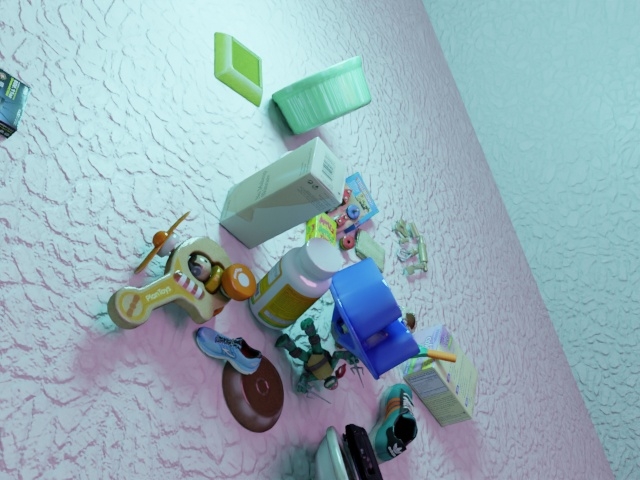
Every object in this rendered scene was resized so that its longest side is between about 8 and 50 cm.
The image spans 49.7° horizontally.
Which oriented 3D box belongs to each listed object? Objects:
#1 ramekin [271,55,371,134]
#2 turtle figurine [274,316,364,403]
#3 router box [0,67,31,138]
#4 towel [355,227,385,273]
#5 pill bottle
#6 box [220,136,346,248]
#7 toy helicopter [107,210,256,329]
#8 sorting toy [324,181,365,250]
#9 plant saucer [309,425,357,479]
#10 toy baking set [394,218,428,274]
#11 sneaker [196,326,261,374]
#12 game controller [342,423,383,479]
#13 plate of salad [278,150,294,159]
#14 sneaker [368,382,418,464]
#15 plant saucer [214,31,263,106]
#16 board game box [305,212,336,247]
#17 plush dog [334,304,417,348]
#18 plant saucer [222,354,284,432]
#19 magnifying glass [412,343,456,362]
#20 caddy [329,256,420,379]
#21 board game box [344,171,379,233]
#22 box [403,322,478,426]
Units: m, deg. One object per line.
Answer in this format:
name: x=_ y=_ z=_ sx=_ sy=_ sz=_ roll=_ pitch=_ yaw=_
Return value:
ramekin: x=0.013 y=-0.448 z=2.171 sx=0.303 sy=0.303 sz=0.148 roll=-39 pitch=108 yaw=-58
turtle figurine: x=-0.004 y=0.319 z=1.766 sx=0.175 sy=0.118 sz=0.234 roll=-40 pitch=104 yaw=-16
router box: x=-0.623 y=-0.272 z=1.339 sx=0.092 sy=0.038 sz=0.123 roll=35 pitch=42 yaw=-40
towel: x=0.166 y=0.035 z=2.298 sx=0.148 sy=0.027 sz=0.110 roll=42 pitch=38 yaw=-31
pill bottle: x=-0.058 y=0.102 z=1.684 sx=0.136 sy=0.246 sz=0.136 roll=25 pitch=41 yaw=-24
box: x=-0.095 y=-0.114 z=1.746 sx=0.121 sy=0.311 sz=0.148 roll=43 pitch=37 yaw=-31
toy helicopter: x=-0.313 y=0.079 z=1.459 sx=0.355 sy=0.140 sz=0.235 roll=-29 pitch=90 yaw=-56
sorting toy: x=0.063 y=-0.114 z=2.175 sx=0.132 sy=0.046 sz=0.275 roll=-33 pitch=95 yaw=-28
plant saucer: x=0.052 y=0.625 z=1.546 sx=0.400 sy=0.100 sz=0.401 roll=160 pitch=-90 yaw=-90
toy baking set: x=0.334 y=0.034 z=2.549 sx=0.196 sy=0.030 sz=0.256 roll=26 pitch=47 yaw=-41
sneaker: x=-0.200 y=0.232 z=1.547 sx=0.162 sy=0.073 sz=0.063 roll=30 pitch=39 yaw=-12
game controller: x=0.121 y=0.612 z=1.690 sx=0.067 sy=0.166 sz=0.319 roll=-11 pitch=58 yaw=-13
plate of salad: x=-0.053 y=-0.180 z=2.093 sx=0.199 sy=0.048 sz=0.200 roll=18 pitch=57 yaw=-29
sneaker: x=0.231 y=0.509 z=1.961 sx=0.108 sy=0.121 sz=0.302 roll=56 pitch=32 yaw=-14
plant saucer: x=-0.236 y=-0.526 z=2.088 sx=0.188 sy=0.045 sz=0.189 roll=29 pitch=46 yaw=-44
board game box: x=0.000 y=0.000 z=2.061 sx=0.092 sy=0.043 sz=0.181 roll=39 pitch=40 yaw=-35
plush dog: x=0.129 y=0.200 z=2.009 sx=0.262 sy=0.211 sz=0.225 roll=39 pitch=18 yaw=-8
plant saucer: x=-0.145 y=0.344 z=1.608 sx=0.198 sy=0.036 sz=0.199 roll=36 pitch=40 yaw=-39
magnifying glass: x=0.306 y=0.342 z=2.142 sx=0.230 sy=0.026 sz=0.092 roll=13 pitch=36 yaw=1
caddy: x=0.107 y=0.194 z=1.720 sx=0.241 sy=0.179 sz=0.341 roll=62 pitch=2 yaw=-21
board game box: x=0.106 y=-0.129 z=2.306 sx=0.160 sy=0.047 sz=0.210 roll=62 pitch=32 yaw=-3
box: x=0.399 y=0.440 z=2.265 sx=0.243 sy=0.117 sz=0.214 roll=53 pitch=33 yaw=-19
